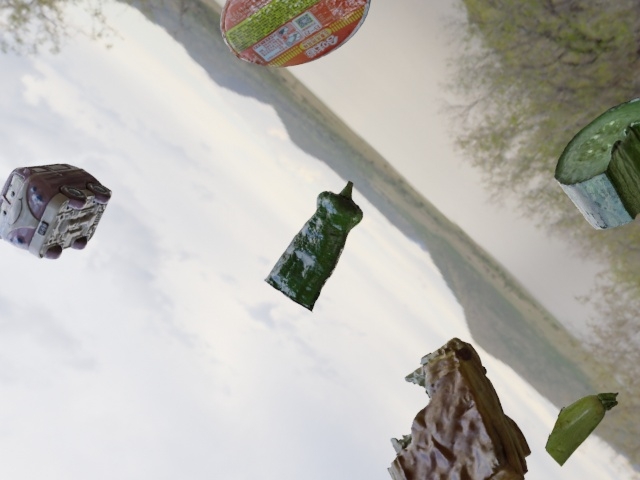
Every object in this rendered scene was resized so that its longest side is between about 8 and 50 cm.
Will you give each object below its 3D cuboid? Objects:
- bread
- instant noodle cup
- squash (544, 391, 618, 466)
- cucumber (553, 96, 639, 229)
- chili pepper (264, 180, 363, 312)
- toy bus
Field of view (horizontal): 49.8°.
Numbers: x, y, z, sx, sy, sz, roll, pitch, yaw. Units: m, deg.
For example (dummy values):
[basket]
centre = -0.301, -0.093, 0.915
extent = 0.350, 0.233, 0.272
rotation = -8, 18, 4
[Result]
[bread]
centre = 0.309, 0.452, 1.600
extent = 0.191, 0.314, 0.370
rotation = 24, -147, -43
[instant noodle cup]
centre = -0.057, -0.362, 0.871
extent = 0.193, 0.193, 0.212
rotation = 28, -139, -59
[squash]
centre = 0.547, 0.379, 1.461
extent = 0.090, 0.200, 0.075
rotation = 47, 176, -30
[cucumber]
centre = 0.445, -0.112, 1.019
extent = 0.130, 0.191, 0.191
rotation = 51, -171, -5
[chili pepper]
centre = 0.000, 0.000, 1.411
extent = 0.099, 0.271, 0.136
rotation = 33, 179, -33
[toy bus]
centre = -0.497, -0.059, 1.272
extent = 0.142, 0.142, 0.202
rotation = 32, -167, 3
